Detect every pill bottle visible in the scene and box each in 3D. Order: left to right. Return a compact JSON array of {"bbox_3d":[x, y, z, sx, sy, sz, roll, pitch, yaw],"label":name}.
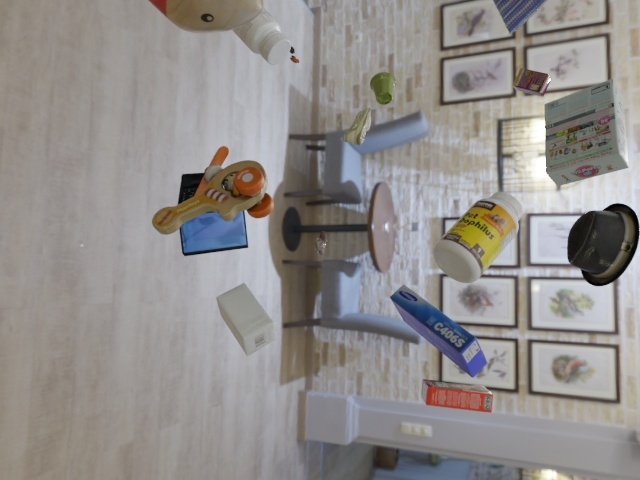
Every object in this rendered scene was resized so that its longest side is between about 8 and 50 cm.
[{"bbox_3d":[-0.210,-0.714,1.648,0.229,0.131,0.131,49,18,13],"label":"pill bottle"},{"bbox_3d":[0.357,-0.013,1.079,0.215,0.117,0.117,-42,135,-22],"label":"pill bottle"}]

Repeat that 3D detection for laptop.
[{"bbox_3d":[-0.337,-0.090,1.586,0.137,0.234,0.264,66,-32,28],"label":"laptop"}]

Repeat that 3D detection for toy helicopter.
[{"bbox_3d":[-0.325,-0.133,1.406,0.235,0.354,0.140,58,-9,33],"label":"toy helicopter"}]

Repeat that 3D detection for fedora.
[{"bbox_3d":[1.064,0.003,1.878,0.334,0.152,0.335,-165,-90,-85],"label":"fedora"}]

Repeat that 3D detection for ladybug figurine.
[{"bbox_3d":[-0.296,-0.531,0.833,0.449,0.162,0.305,46,10,-3],"label":"ladybug figurine"}]

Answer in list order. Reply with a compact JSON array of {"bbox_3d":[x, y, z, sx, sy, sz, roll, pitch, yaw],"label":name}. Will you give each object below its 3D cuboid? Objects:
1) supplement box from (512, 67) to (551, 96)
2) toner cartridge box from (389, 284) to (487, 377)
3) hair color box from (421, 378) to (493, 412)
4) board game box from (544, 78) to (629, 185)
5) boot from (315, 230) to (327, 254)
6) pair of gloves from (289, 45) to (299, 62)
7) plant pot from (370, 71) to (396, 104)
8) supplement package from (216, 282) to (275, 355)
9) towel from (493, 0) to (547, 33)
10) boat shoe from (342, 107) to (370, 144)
[{"bbox_3d":[0.598,-0.448,1.370,0.043,0.083,0.055,8,109,-53],"label":"supplement box"},{"bbox_3d":[0.392,0.298,1.638,0.075,0.347,0.165,-40,130,-9],"label":"toner cartridge box"},{"bbox_3d":[0.301,0.344,1.074,0.072,0.141,0.043,46,50,-87],"label":"hair color box"},{"bbox_3d":[0.878,-0.356,1.613,0.097,0.223,0.304,32,59,-34],"label":"board game box"},{"bbox_3d":[0.000,0.000,1.976,0.114,0.037,0.107,56,35,-72],"label":"boot"},{"bbox_3d":[-0.127,-0.844,2.197,0.010,0.074,0.083,-37,130,-16],"label":"pair of gloves"},{"bbox_3d":[0.200,-0.472,1.528,0.083,0.083,0.079,61,24,-50],"label":"plant pot"},{"bbox_3d":[-0.229,0.240,1.485,0.105,0.179,0.105,-28,145,-22],"label":"supplement package"},{"bbox_3d":[0.556,-0.744,1.302,0.040,0.243,0.336,19,48,-26],"label":"towel"},{"bbox_3d":[0.100,-0.304,1.276,0.056,0.048,0.153,82,23,-46],"label":"boat shoe"}]
